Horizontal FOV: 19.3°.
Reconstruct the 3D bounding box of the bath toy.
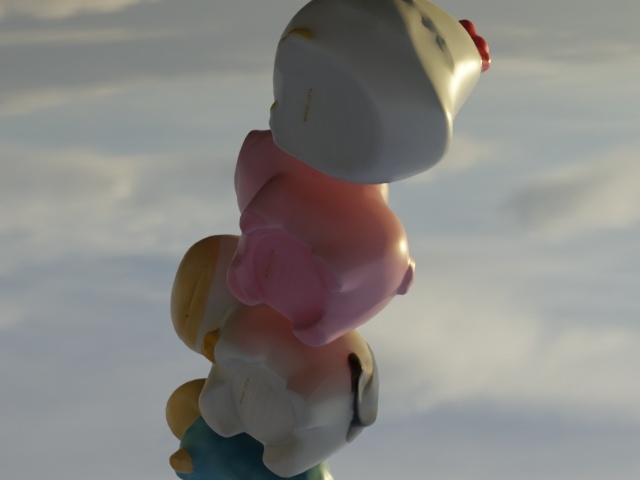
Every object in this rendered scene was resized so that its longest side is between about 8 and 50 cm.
[{"bbox_3d":[0.000,0.000,1.025,0.151,0.348,0.129,39,-136,21],"label":"bath toy"}]
